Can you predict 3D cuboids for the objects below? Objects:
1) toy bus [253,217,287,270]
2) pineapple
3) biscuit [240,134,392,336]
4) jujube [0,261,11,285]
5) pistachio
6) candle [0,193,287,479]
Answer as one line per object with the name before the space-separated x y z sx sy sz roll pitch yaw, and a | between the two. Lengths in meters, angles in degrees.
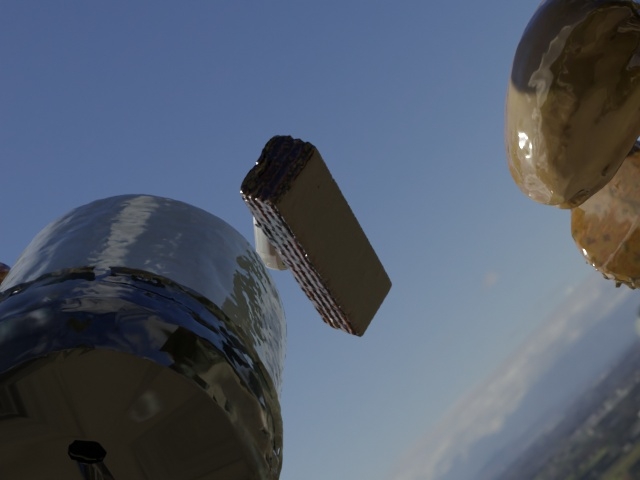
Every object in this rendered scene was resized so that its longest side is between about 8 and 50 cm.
toy bus | -0.070 -0.009 2.230 0.075 0.060 0.123 -40 -42 -43
pineapple | 0.493 -0.022 1.832 0.362 0.202 0.202 7 -48 -45
biscuit | 0.000 0.000 1.977 0.107 0.073 0.388 -58 -34 -19
jujube | -0.342 0.079 1.423 0.077 0.077 0.129 -33 -50 -45
pistachio | 0.287 -0.172 1.571 0.162 0.213 0.260 19 -72 -36
candle | -0.131 0.093 0.928 0.221 0.221 0.342 -47 13 13
